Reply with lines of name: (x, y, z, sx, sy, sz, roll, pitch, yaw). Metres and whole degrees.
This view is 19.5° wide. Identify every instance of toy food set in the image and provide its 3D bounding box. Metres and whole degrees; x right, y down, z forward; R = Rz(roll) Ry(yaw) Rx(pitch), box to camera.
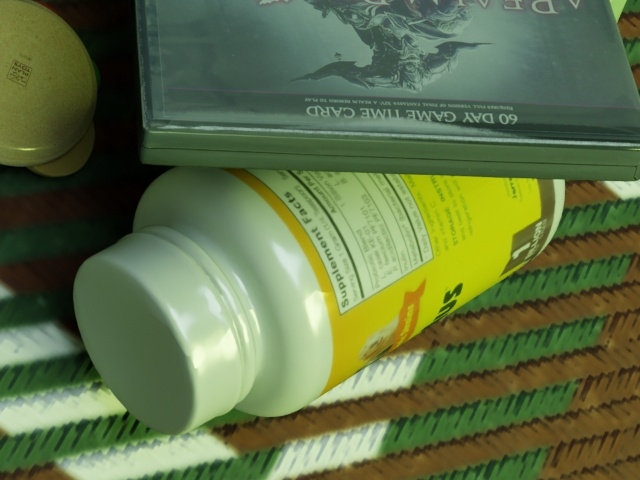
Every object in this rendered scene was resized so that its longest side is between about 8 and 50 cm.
toy food set: (-0.136, -0.071, 0.823, 0.083, 0.020, 0.083, 10, 70, -27)

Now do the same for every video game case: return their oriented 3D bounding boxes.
video game case: (0.016, -0.134, 0.779, 0.196, 0.026, 0.274, 2, 48, -11)

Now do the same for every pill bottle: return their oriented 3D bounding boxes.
pill bottle: (0.000, 0.000, 0.823, 0.215, 0.117, 0.117, -30, 91, -33)

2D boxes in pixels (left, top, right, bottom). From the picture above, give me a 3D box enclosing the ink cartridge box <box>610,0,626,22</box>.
ink cartridge box: (0.005, -0.150, 0.846, 0.171, 0.056, 0.235, -31, 63, -34)
